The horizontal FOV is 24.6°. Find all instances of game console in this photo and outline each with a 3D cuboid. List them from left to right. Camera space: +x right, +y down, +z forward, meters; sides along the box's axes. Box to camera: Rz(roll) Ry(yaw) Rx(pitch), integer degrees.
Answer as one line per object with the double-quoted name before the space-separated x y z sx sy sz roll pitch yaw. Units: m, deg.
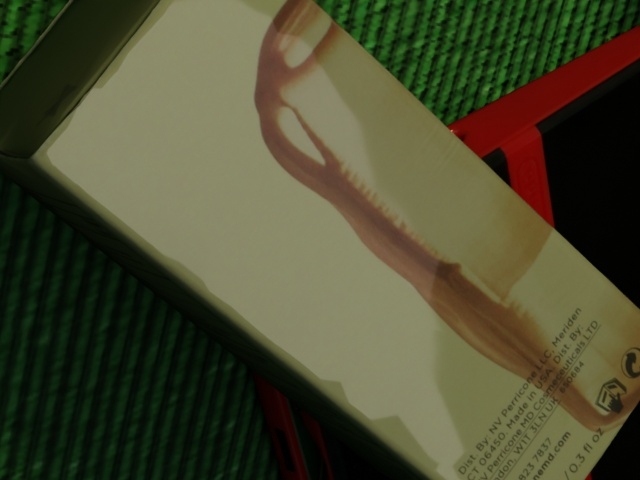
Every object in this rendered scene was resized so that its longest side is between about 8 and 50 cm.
"game console" 0.127 0.092 0.931 0.342 0.060 0.387 -31 126 -27

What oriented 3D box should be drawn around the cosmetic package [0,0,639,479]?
"cosmetic package" 0.000 0.000 0.676 0.296 0.153 0.129 40 81 -25
